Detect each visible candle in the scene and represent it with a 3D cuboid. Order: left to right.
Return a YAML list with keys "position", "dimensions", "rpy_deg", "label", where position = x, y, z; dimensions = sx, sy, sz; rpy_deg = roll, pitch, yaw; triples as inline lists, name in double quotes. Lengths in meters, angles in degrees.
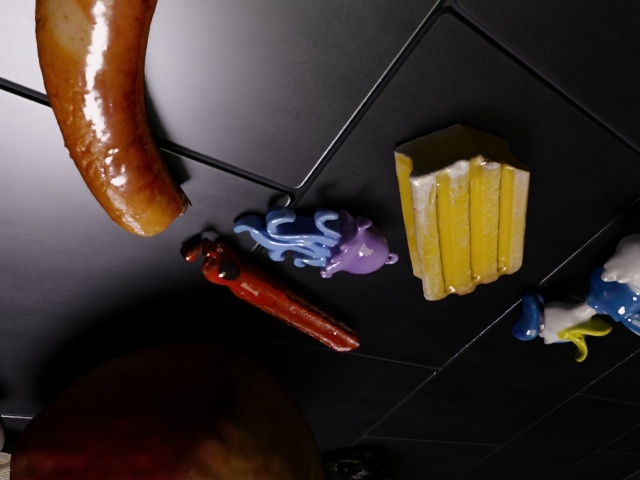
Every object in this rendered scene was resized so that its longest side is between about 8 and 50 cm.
- position: [-0.045, 0.085, 0.709]
  dimensions: [0.048, 0.051, 0.329]
  rpy_deg: [-35, 136, 18]
  label: "candle"

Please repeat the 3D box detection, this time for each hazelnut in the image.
- position: [-0.186, 0.326, 0.702]
  dimensions: [0.421, 0.352, 0.420]
  rpy_deg: [15, 148, 10]
  label: "hazelnut"

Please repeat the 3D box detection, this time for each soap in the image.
- position: [0.176, -0.031, 0.662]
  dimensions: [0.140, 0.073, 0.232]
  rpy_deg: [-21, 137, -2]
  label: "soap"

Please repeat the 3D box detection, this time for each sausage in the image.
- position: [-0.166, -0.120, 0.437]
  dimensions: [0.103, 0.076, 0.302]
  rpy_deg: [-13, 139, -20]
  label: "sausage"

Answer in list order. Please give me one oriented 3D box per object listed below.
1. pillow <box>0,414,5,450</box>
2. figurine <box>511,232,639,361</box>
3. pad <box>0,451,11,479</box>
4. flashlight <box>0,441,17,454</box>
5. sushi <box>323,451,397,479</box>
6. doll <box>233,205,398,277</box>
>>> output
- position: [-0.553, 0.196, 0.590]
  dimensions: [0.327, 0.101, 0.228]
  rpy_deg: [-8, 135, -17]
  label: "pillow"
- position: [0.466, 0.076, 0.856]
  dimensions: [0.338, 0.204, 0.284]
  rpy_deg: [-28, 145, 25]
  label: "figurine"
- position: [-0.543, 0.403, 0.832]
  dimensions: [0.323, 0.055, 0.250]
  rpy_deg: [-37, 135, 10]
  label: "pad"
- position: [-0.422, 0.320, 0.812]
  dimensions: [0.111, 0.031, 0.052]
  rpy_deg: [7, 131, -27]
  label: "flashlight"
- position: [0.055, 0.650, 1.150]
  dimensions: [0.328, 0.285, 0.328]
  rpy_deg: [-7, 134, -14]
  label: "sushi"
- position: [0.000, 0.000, 0.635]
  dimensions: [0.206, 0.067, 0.110]
  rpy_deg: [14, 142, -18]
  label: "doll"
